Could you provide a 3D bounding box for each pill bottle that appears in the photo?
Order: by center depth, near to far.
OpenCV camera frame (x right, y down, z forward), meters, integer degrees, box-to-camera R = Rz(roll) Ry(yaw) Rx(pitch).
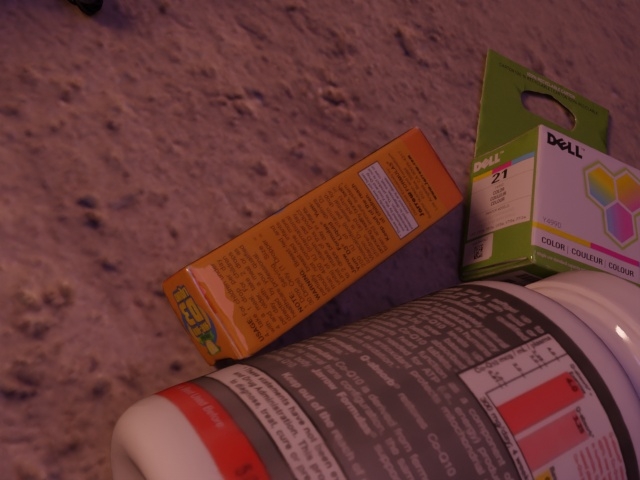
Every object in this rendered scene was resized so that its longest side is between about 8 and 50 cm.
[{"bbox_3d":[0.073,0.145,0.426,0.363,0.210,0.210,-16,84,-29],"label":"pill bottle"}]

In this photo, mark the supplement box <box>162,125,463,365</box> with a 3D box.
[{"bbox_3d":[0.000,0.000,0.504,0.233,0.078,0.080,-36,94,-30],"label":"supplement box"}]

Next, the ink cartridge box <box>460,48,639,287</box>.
[{"bbox_3d":[0.247,-0.065,0.637,0.189,0.097,0.255,18,70,-22],"label":"ink cartridge box"}]

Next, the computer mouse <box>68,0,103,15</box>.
[{"bbox_3d":[-0.150,-0.266,0.519,0.106,0.042,0.193,46,67,-4],"label":"computer mouse"}]
